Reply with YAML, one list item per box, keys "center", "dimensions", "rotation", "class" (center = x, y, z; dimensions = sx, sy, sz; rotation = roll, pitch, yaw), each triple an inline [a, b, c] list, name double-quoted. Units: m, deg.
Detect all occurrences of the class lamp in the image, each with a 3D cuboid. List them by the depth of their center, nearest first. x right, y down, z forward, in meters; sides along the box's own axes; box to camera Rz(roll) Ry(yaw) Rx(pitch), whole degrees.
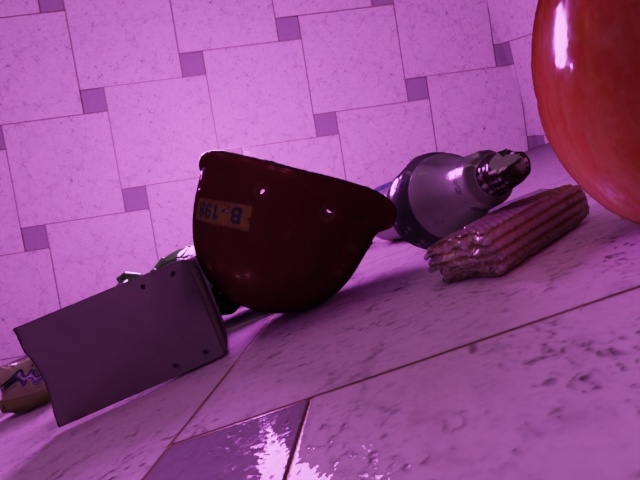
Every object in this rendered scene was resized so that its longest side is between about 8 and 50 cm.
- center: [0.213, -0.071, 0.772]
  dimensions: [0.181, 0.182, 0.314]
  rotation: [-22, 0, 1]
  class: "lamp"

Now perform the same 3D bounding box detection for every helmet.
- center: [-0.074, 0.016, 0.809]
  dimensions: [0.384, 0.230, 0.337]
  rotation: [12, -12, 35]
  class: "helmet"

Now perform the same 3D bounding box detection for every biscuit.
- center: [0.262, -0.011, 0.629]
  dimensions: [0.238, 0.062, 0.108]
  rotation: [-23, 2, -30]
  class: "biscuit"

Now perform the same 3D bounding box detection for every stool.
- center: [-0.316, 0.153, 0.792]
  dimensions: [0.269, 0.171, 0.243]
  rotation: [-23, 3, -12]
  class: "stool"

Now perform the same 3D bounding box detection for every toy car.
- center: [-0.317, 0.104, 1.071]
  dimensions: [0.358, 0.177, 0.213]
  rotation: [-27, 18, 13]
  class: "toy car"

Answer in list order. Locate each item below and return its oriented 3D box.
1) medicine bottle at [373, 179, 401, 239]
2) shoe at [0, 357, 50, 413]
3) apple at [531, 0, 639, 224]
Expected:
- center: [0.209, -0.082, 1.202]
  dimensions: [0.156, 0.157, 0.288]
  rotation: [-23, 4, -18]
  class: "medicine bottle"
- center: [-0.548, 0.273, 0.955]
  dimensions: [0.262, 0.128, 0.140]
  rotation: [-25, 18, -10]
  class: "shoe"
- center: [0.377, -0.193, 0.385]
  dimensions: [0.391, 0.347, 0.391]
  rotation: [-26, 7, 3]
  class: "apple"
